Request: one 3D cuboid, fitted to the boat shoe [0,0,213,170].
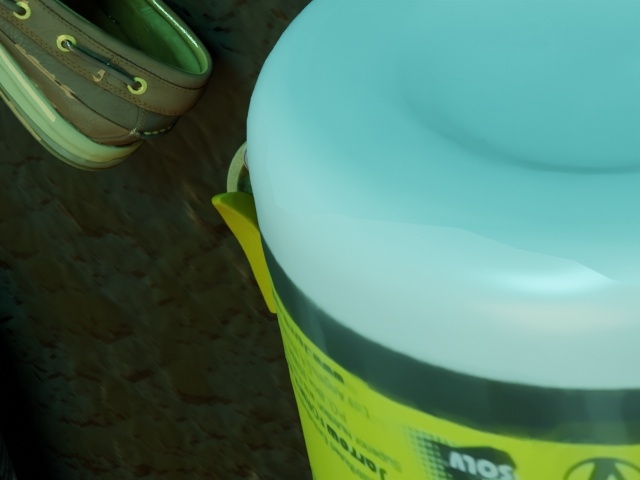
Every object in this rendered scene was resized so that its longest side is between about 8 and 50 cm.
[{"bbox_3d":[-0.103,-0.101,0.617,0.060,0.064,0.178,-26,116,38],"label":"boat shoe"}]

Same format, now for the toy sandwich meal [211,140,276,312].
[{"bbox_3d":[0.000,0.000,0.657,0.085,0.029,0.086,18,134,19],"label":"toy sandwich meal"}]

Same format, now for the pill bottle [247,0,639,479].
[{"bbox_3d":[0.097,0.084,0.553,0.188,0.188,0.334,10,131,26],"label":"pill bottle"}]

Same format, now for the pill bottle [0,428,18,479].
[{"bbox_3d":[-0.186,0.131,0.816,0.130,0.130,0.246,10,130,26],"label":"pill bottle"}]
